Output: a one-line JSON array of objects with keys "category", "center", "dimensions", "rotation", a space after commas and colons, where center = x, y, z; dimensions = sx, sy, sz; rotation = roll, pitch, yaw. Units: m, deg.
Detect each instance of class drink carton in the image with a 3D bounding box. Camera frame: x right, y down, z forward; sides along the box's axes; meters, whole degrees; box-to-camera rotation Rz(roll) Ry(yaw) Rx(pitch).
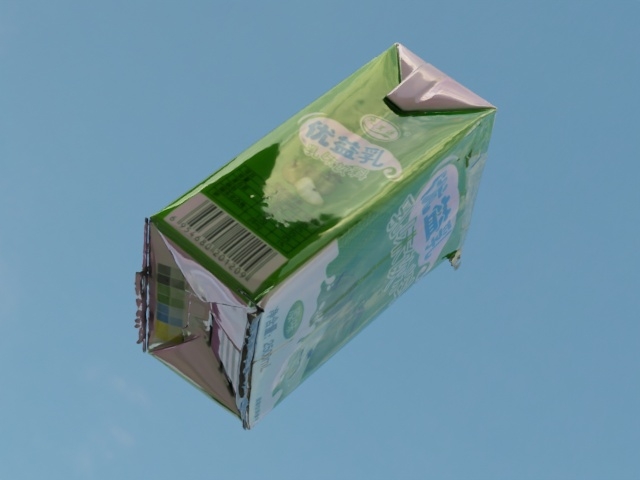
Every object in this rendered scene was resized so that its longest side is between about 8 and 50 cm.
[{"category": "drink carton", "center": [0.000, 0.000, 1.112], "dimensions": [0.108, 0.271, 0.161], "rotation": [37, -35, 22]}]
